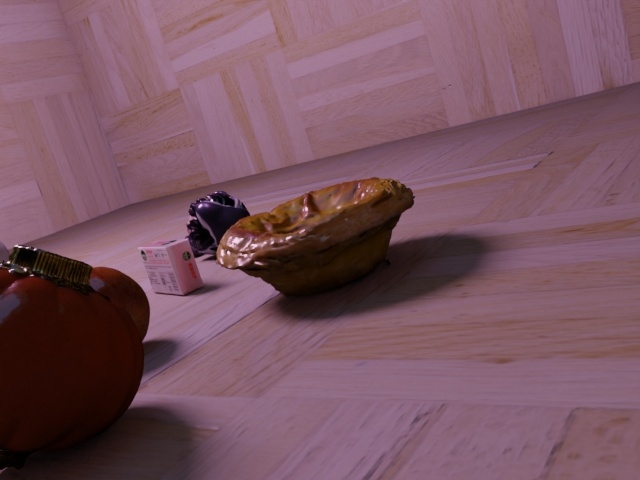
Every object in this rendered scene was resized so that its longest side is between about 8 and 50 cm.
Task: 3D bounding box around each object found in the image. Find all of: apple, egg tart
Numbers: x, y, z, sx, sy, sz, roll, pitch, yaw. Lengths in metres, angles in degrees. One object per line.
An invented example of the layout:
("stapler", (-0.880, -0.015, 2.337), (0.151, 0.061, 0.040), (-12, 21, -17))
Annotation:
("apple", (-0.278, 0.095, 0.848), (0.102, 0.126, 0.126), (12, 27, 36))
("egg tart", (0.000, 0.000, 0.915), (0.294, 0.116, 0.295), (-16, 14, 4))

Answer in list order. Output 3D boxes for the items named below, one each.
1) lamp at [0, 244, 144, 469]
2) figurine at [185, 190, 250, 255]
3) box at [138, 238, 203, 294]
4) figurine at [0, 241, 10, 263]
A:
("lamp", (-0.276, 0.106, 0.609), (0.223, 0.196, 0.223), (16, -8, 2))
("figurine", (-0.210, -0.025, 1.354), (0.145, 0.145, 0.222), (-20, 1, -15))
("box", (-0.259, 0.045, 1.138), (0.043, 0.089, 0.125), (-24, 15, -35))
("figurine", (-0.642, 0.066, 1.248), (0.160, 0.226, 0.183), (-23, 13, -33))
